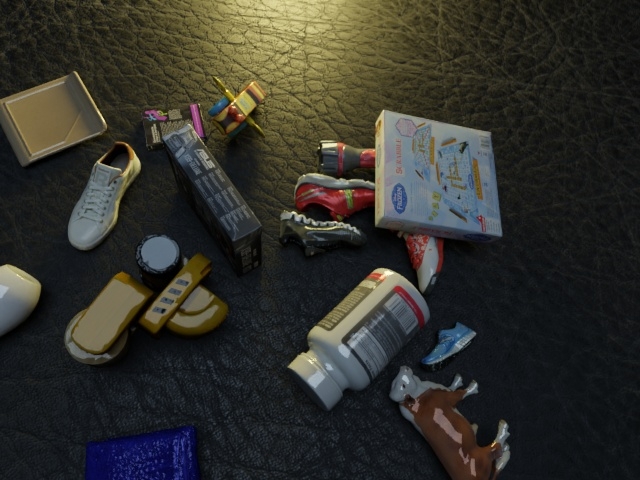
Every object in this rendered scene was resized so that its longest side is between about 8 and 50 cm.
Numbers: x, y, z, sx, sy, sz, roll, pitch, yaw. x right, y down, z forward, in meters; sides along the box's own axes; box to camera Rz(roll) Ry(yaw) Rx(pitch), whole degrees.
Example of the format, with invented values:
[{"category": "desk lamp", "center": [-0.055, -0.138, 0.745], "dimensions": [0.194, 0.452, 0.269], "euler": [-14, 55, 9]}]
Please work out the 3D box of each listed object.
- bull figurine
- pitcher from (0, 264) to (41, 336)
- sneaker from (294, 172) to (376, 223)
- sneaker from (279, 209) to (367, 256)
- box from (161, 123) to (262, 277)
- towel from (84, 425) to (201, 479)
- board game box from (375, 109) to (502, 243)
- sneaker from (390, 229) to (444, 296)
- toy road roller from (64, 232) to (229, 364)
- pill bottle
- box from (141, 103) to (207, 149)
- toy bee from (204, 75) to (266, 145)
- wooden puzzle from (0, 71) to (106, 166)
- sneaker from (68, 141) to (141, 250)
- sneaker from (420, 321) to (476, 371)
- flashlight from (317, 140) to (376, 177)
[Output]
[{"category": "bull figurine", "center": [0.291, 0.405, 1.094], "dimensions": [0.189, 0.101, 0.310], "euler": [-26, 72, -18]}, {"category": "pitcher", "center": [-0.740, 0.147, 1.076], "dimensions": [0.178, 0.125, 0.207], "euler": [30, 77, 22]}, {"category": "sneaker", "center": [0.068, -0.098, 1.296], "dimensions": [0.279, 0.107, 0.118], "euler": [7, 81, 2]}, {"category": "sneaker", "center": [0.000, 0.000, 1.247], "dimensions": [0.235, 0.078, 0.106], "euler": [13, 69, 3]}, {"category": "box", "center": [-0.251, -0.086, 1.160], "dimensions": [0.077, 0.242, 0.307], "euler": [-32, 74, -18]}, {"category": "towel", "center": [-0.341, 0.532, 0.939], "dimensions": [0.228, 0.076, 0.307], "euler": [-8, 69, -7]}, {"category": "board game box", "center": [0.300, -0.164, 1.264], "dimensions": [0.318, 0.066, 0.318], "euler": [9, 65, -12]}, {"category": "sneaker", "center": [0.244, 0.009, 1.265], "dimensions": [0.145, 0.090, 0.269], "euler": [16, 63, 1]}, {"category": "toy road roller", "center": [-0.355, 0.164, 1.069], "dimensions": [0.241, 0.202, 0.329], "euler": [37, 67, -3]}, {"category": "pill bottle", "center": [0.083, 0.224, 1.104], "dimensions": [0.319, 0.176, 0.176], "euler": [-41, 77, -20]}, {"category": "box", "center": [-0.406, -0.316, 1.354], "dimensions": [0.162, 0.029, 0.115], "euler": [-11, 68, -13]}, {"category": "toy bee", "center": [-0.226, -0.330, 1.306], "dimensions": [0.195, 0.162, 0.298], "euler": [28, 69, -31]}, {"category": "wooden puzzle", "center": [-0.727, -0.327, 1.316], "dimensions": [0.239, 0.044, 0.220], "euler": [-30, 74, -13]}, {"category": "sneaker", "center": [-0.548, -0.121, 1.204], "dimensions": [0.106, 0.123, 0.289], "euler": [17, 67, -2]}, {"category": "sneaker", "center": [0.302, 0.258, 1.191], "dimensions": [0.162, 0.063, 0.073], "euler": [-30, 56, -22]}, {"category": "flashlight", "center": [0.146, -0.223, 1.342], "dimensions": [0.305, 0.103, 0.103], "euler": [0, 66, -6]}]
